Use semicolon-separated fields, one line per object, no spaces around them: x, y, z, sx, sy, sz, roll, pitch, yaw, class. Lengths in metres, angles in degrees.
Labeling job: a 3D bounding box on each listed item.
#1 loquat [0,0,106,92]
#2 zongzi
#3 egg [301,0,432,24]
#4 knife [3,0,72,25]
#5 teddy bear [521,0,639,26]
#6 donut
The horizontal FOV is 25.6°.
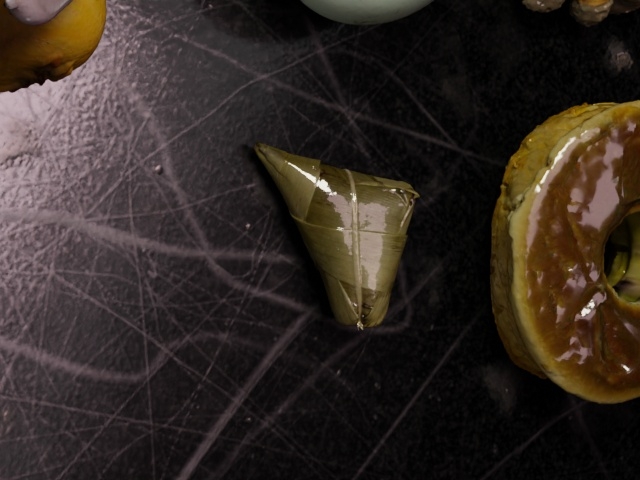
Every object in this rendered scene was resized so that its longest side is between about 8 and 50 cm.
-0.254;-0.200;1.218;0.141;0.141;0.141;-1;92;-31;loquat
0.000;0.000;1.409;0.176;0.078;0.160;14;84;-20;zongzi
0.068;-0.318;1.376;0.264;0.183;0.183;-43;112;-31;egg
-0.171;-0.275;1.183;0.398;0.038;0.132;-60;149;-55;knife
0.291;-0.322;1.543;0.190;0.140;0.177;-14;102;-21;teddy bear
0.315;0.008;1.559;0.330;0.160;0.330;-4;101;-22;donut
